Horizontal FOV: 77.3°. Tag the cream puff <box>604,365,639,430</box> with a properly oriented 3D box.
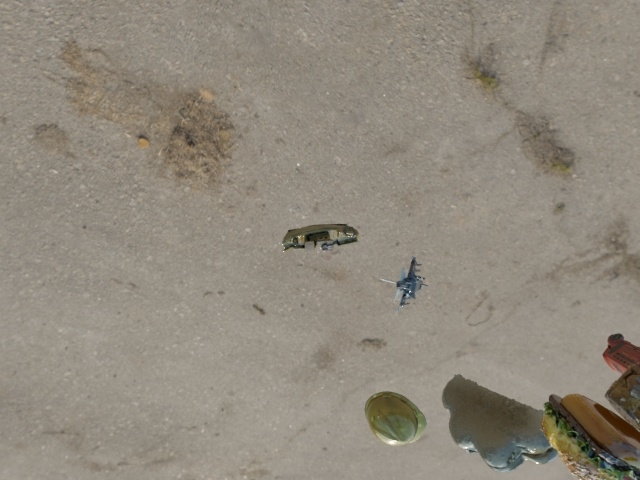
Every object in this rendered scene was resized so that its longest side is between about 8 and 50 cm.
[{"bbox_3d":[0.581,0.285,0.718,0.094,0.116,0.122,-44,95,3],"label":"cream puff"}]

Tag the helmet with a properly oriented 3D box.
[{"bbox_3d":[0.289,0.732,1.580,0.257,0.140,0.205,30,104,9],"label":"helmet"}]

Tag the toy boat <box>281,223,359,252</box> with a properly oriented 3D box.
[{"bbox_3d":[0.000,0.000,1.051,0.206,0.072,0.064,-9,130,-10],"label":"toy boat"}]

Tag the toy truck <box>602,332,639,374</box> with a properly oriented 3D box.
[{"bbox_3d":[1.106,0.429,1.419,0.114,0.252,0.107,-39,91,6],"label":"toy truck"}]

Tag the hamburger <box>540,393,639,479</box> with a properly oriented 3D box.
[{"bbox_3d":[0.384,0.284,0.547,0.166,0.137,0.087,30,104,-13],"label":"hamburger"}]

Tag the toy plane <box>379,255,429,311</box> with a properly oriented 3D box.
[{"bbox_3d":[0.260,0.123,1.126,0.234,0.082,0.160,9,96,-47],"label":"toy plane"}]

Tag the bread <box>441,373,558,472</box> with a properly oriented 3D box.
[{"bbox_3d":[0.443,0.481,1.044,0.102,0.337,0.183,43,73,-21],"label":"bread"}]
